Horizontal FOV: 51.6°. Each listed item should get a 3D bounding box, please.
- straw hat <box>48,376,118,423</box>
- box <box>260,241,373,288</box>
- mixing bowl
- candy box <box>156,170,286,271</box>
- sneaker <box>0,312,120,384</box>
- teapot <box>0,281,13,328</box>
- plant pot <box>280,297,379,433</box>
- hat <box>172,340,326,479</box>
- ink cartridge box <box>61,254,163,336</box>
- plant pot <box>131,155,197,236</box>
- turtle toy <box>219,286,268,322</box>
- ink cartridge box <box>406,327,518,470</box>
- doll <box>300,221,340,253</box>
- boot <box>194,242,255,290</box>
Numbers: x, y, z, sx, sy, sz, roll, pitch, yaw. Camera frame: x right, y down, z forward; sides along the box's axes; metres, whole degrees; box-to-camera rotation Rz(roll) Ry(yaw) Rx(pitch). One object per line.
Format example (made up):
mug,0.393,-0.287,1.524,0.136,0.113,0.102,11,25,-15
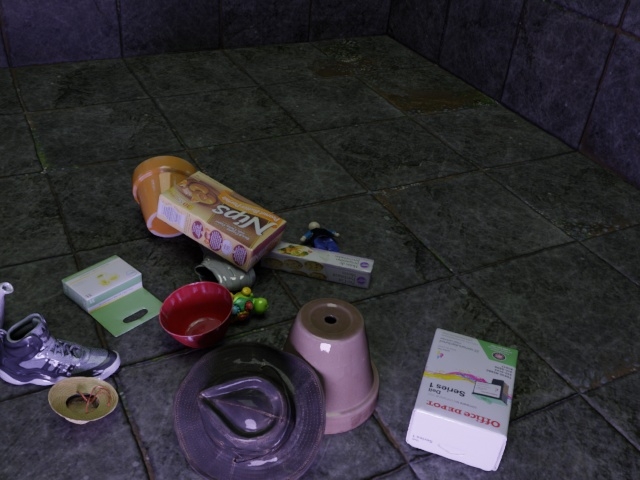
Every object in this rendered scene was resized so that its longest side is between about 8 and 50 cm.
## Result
straw hat,-0.512,0.359,1.420,0.144,0.061,0.144,18,25,-9
box,-0.011,0.066,1.908,0.324,0.067,0.063,12,36,8
mixing bowl,-0.296,0.198,1.635,0.181,0.098,0.181,-5,42,4
candy box,-0.278,-0.060,1.864,0.316,0.087,0.183,31,39,13
sneaker,-0.595,0.245,1.491,0.269,0.153,0.101,0,36,-8
teapot,-0.888,0.149,1.560,0.256,0.187,0.252,-26,45,-36
plant pot,0.014,0.262,1.489,0.263,0.229,0.263,4,36,-3
hat,-0.158,0.342,1.323,0.331,0.134,0.331,-3,69,9
ink cartridge box,-0.538,0.140,1.739,0.235,0.056,0.171,28,40,32
plant pot,-0.467,-0.120,2.016,0.205,0.205,0.188,-4,52,-13
turtle toy,-0.199,0.172,1.718,0.130,0.095,0.066,-14,61,-25
ink cartridge box,0.326,0.351,1.501,0.201,0.117,0.278,15,36,13
doll,0.000,0.000,2.020,0.129,0.046,0.189,-5,37,-16
boot,-0.301,0.055,1.853,0.123,0.095,0.258,-16,41,-38
